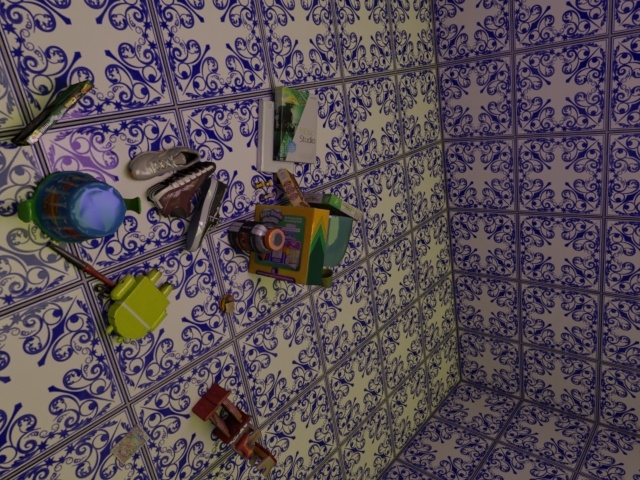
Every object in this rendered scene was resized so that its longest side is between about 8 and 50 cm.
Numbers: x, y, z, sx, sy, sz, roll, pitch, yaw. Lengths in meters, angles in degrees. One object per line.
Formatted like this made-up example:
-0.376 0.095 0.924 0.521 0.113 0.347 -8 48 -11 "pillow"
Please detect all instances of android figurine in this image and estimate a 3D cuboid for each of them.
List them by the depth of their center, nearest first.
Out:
-0.646 0.237 1.642 0.272 0.056 0.248 -57 142 -28 "android figurine"

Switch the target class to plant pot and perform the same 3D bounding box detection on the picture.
0.000 0.000 2.161 0.293 0.293 0.234 5 89 -48 "plant pot"
0.030 0.202 2.399 0.083 0.083 0.079 -40 134 -37 "plant pot"

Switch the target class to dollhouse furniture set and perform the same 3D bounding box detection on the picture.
-0.327 0.752 1.860 0.152 0.374 0.201 -46 129 -28 "dollhouse furniture set"

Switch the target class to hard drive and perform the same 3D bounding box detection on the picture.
-0.196 -0.460 2.075 0.203 0.040 0.306 -4 99 -48 "hard drive"

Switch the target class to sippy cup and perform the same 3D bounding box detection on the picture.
-0.721 -0.098 1.409 0.305 0.224 0.239 -51 130 -31 "sippy cup"

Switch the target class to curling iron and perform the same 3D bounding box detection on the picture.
-0.778 0.102 1.514 0.068 0.035 0.274 -55 132 -27 "curling iron"

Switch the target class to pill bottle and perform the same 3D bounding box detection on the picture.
-0.262 -0.015 1.912 0.131 0.246 0.130 -8 101 -47 "pill bottle"

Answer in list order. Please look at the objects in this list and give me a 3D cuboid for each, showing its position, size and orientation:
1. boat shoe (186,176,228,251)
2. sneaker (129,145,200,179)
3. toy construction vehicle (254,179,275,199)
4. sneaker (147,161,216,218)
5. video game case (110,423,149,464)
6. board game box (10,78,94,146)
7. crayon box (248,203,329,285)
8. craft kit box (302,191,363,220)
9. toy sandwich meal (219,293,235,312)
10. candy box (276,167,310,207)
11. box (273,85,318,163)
-0.438 -0.092 1.807 0.105 0.113 0.305 23 68 -32 "boat shoe"
-0.550 -0.284 1.647 0.263 0.121 0.099 -34 118 -40 "sneaker"
-0.249 -0.228 2.060 0.098 0.035 0.085 -34 109 -43 "toy construction vehicle"
-0.501 -0.180 1.747 0.281 0.107 0.162 -35 126 -27 "sneaker"
-0.705 0.755 1.708 0.122 0.011 0.087 -44 125 -35 "video game case"
-0.790 -0.377 1.359 0.030 0.136 0.259 51 60 -37 "board game box"
-0.141 0.010 1.961 0.106 0.363 0.312 7 90 -48 "crayon box"
0.035 -0.163 2.219 0.250 0.247 0.060 25 76 -46 "craft kit box"
-0.395 0.271 1.967 0.086 0.029 0.085 -9 102 -47 "toy sandwich meal"
-0.123 -0.226 2.082 0.186 0.053 0.109 62 11 20 "candy box"
-0.110 -0.515 2.088 0.233 0.059 0.321 -6 99 -48 "box"
